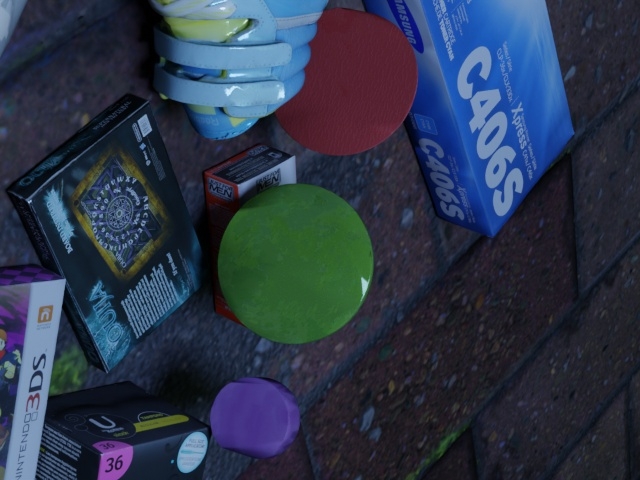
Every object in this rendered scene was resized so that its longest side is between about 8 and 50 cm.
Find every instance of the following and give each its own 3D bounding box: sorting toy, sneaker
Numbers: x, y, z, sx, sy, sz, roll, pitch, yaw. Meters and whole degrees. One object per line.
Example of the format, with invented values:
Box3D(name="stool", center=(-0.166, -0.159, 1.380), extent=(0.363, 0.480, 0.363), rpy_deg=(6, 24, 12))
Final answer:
Box3D(name="sorting toy", center=(0.000, 0.000, 1.067), extent=(0.126, 0.127, 0.366), rpy_deg=(22, 83, -74))
Box3D(name="sneaker", center=(-0.094, -0.178, 0.897), extent=(0.319, 0.127, 0.208), rpy_deg=(5, 103, -52))

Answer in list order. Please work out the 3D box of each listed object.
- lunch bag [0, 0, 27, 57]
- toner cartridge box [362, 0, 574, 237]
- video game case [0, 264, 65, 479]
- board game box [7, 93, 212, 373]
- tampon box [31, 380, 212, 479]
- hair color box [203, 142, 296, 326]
Box3D(name="lunch bag", center=(-0.254, -0.125, 0.607), extent=(0.212, 0.256, 0.305), rpy_deg=(29, 85, -54))
Box3D(name="toner cartridge box", center=(0.148, -0.178, 1.248), extent=(0.165, 0.075, 0.348), rpy_deg=(-51, 141, -23))
Box3D(name="video game case", center=(-0.288, 0.128, 0.881), extent=(0.232, 0.042, 0.210), rpy_deg=(-5, 111, -51))
Box3D(name="board game box", center=(-0.156, -0.003, 0.994), extent=(0.126, 0.026, 0.186), rpy_deg=(-43, 138, -29))
Box3D(name="tampon box", center=(-0.173, 0.210, 1.022), extent=(0.120, 0.101, 0.161), rpy_deg=(-7, 113, -51))
Box3D(name="hair color box", center=(-0.056, -0.004, 1.106), extent=(0.072, 0.043, 0.141), rpy_deg=(-30, 131, -40))
